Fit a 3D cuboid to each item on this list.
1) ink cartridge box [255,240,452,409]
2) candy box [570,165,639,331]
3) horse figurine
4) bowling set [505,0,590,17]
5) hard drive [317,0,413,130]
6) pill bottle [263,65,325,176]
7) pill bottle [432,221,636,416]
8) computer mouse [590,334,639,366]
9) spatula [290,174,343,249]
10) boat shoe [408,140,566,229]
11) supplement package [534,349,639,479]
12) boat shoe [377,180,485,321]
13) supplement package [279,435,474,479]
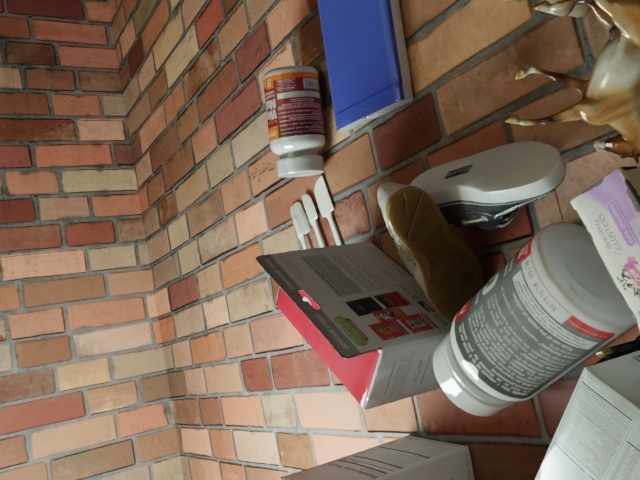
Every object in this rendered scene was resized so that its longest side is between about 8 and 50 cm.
[{"bbox_3d":[0.057,0.138,1.143,0.309,0.271,0.130,43,129,46],"label":"ink cartridge box"},{"bbox_3d":[0.385,0.004,0.687,0.070,0.196,0.165,-46,58,50],"label":"candy box"},{"bbox_3d":[0.323,-0.216,0.745,0.174,0.066,0.263,14,124,14],"label":"horse figurine"},{"bbox_3d":[0.289,-0.360,0.786,0.287,0.199,0.154,38,124,43],"label":"bowling set"},{"bbox_3d":[0.076,-0.393,1.239,0.210,0.040,0.319,-13,84,57],"label":"hard drive"},{"bbox_3d":[-0.053,-0.251,1.387,0.121,0.121,0.221,-5,90,57],"label":"pill bottle"},{"bbox_3d":[0.282,0.120,0.895,0.283,0.161,0.161,-57,49,44],"label":"pill bottle"},{"bbox_3d":[0.375,0.209,0.841,0.042,0.106,0.193,48,142,46],"label":"computer mouse"},{"bbox_3d":[0.000,0.000,1.445,0.168,0.019,0.242,-38,64,46],"label":"spatula"},{"bbox_3d":[0.252,-0.066,0.972,0.102,0.108,0.301,48,154,-19],"label":"boat shoe"},{"bbox_3d":[0.379,0.248,0.736,0.149,0.194,0.203,42,128,47],"label":"supplement package"},{"bbox_3d":[0.175,0.012,1.029,0.277,0.098,0.096,57,178,-29],"label":"boat shoe"},{"bbox_3d":[0.105,0.464,1.102,0.175,0.292,0.178,-14,84,57],"label":"supplement package"}]
